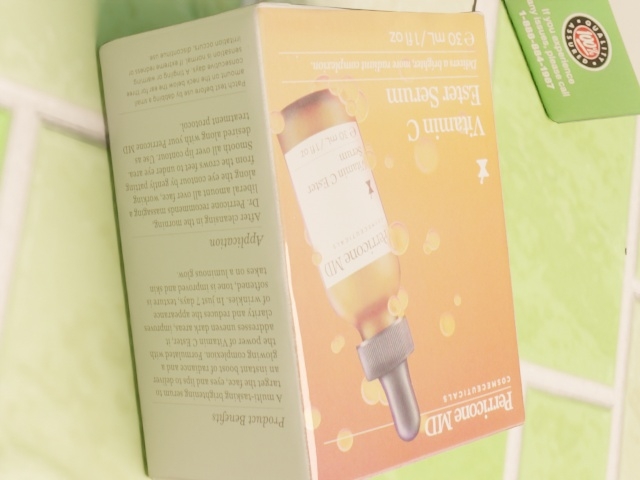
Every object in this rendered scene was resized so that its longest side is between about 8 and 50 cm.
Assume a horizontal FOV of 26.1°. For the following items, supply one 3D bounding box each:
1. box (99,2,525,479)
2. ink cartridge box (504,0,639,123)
[{"bbox_3d":[0.000,0.000,0.539,0.130,0.091,0.170,-10,94,-46],"label":"box"},{"bbox_3d":[0.213,-0.178,0.638,0.117,0.278,0.201,-43,117,-39],"label":"ink cartridge box"}]
